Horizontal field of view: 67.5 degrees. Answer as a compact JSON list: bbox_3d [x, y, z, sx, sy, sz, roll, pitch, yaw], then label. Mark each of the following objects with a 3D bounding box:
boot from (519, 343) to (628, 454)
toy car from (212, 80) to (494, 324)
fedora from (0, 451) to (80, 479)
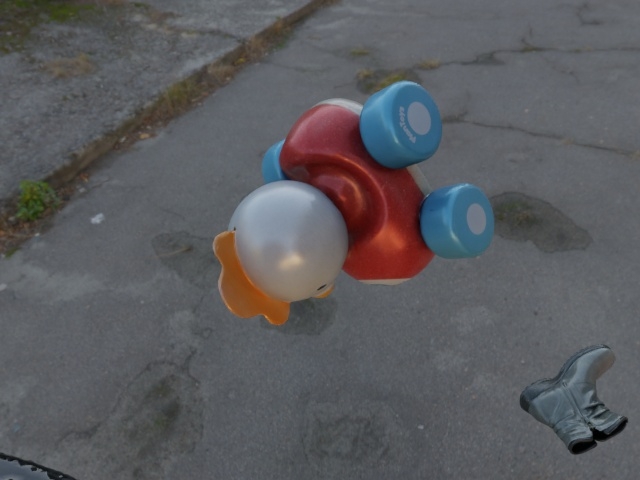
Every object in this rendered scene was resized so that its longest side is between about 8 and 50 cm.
[{"bbox_3d":[0.546,0.321,0.962,0.246,0.083,0.161,-28,28,-13],"label":"boot"},{"bbox_3d":[0.000,0.000,0.472,0.238,0.210,0.219,-46,22,-30],"label":"toy car"},{"bbox_3d":[-0.165,0.129,0.096,0.334,0.334,0.152,10,66,19],"label":"fedora"}]
